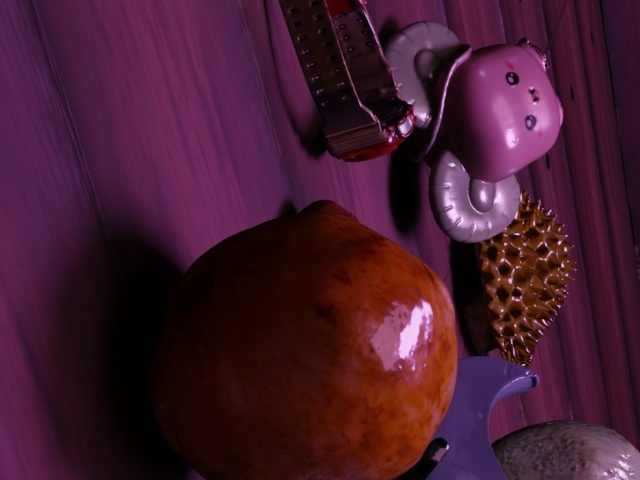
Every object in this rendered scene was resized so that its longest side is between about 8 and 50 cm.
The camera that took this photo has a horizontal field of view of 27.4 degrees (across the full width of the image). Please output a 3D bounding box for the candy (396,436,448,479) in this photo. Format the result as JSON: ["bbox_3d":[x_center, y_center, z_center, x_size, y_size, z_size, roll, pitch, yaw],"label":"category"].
[{"bbox_3d":[-0.006,0.278,1.009,0.323,0.097,0.097,-48,145,-8],"label":"candy"}]

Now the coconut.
[{"bbox_3d":[0.313,0.398,1.724,0.328,0.281,0.328,-16,111,-48],"label":"coconut"}]

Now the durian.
[{"bbox_3d":[0.268,0.058,1.896,0.172,0.166,0.306,-22,104,-36],"label":"durian"}]

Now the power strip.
[{"bbox_3d":[0.189,0.245,1.606,0.054,0.168,0.253,113,-7,-46],"label":"power strip"}]

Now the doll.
[{"bbox_3d":[0.184,-0.148,1.674,0.268,0.216,0.284,-27,96,-41],"label":"doll"}]

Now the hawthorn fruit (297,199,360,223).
[{"bbox_3d":[0.003,-0.001,1.300,0.077,0.077,0.077,-4,90,-68],"label":"hawthorn fruit"}]

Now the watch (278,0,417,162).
[{"bbox_3d":[0.015,-0.213,1.357,0.165,0.102,0.268,-56,128,-67],"label":"watch"}]

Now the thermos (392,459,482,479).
[{"bbox_3d":[0.088,0.362,1.343,0.182,0.145,0.286,79,20,-45],"label":"thermos"}]

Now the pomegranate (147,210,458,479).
[{"bbox_3d":[-0.012,0.094,1.020,0.248,0.248,0.248,-4,90,-68],"label":"pomegranate"}]
